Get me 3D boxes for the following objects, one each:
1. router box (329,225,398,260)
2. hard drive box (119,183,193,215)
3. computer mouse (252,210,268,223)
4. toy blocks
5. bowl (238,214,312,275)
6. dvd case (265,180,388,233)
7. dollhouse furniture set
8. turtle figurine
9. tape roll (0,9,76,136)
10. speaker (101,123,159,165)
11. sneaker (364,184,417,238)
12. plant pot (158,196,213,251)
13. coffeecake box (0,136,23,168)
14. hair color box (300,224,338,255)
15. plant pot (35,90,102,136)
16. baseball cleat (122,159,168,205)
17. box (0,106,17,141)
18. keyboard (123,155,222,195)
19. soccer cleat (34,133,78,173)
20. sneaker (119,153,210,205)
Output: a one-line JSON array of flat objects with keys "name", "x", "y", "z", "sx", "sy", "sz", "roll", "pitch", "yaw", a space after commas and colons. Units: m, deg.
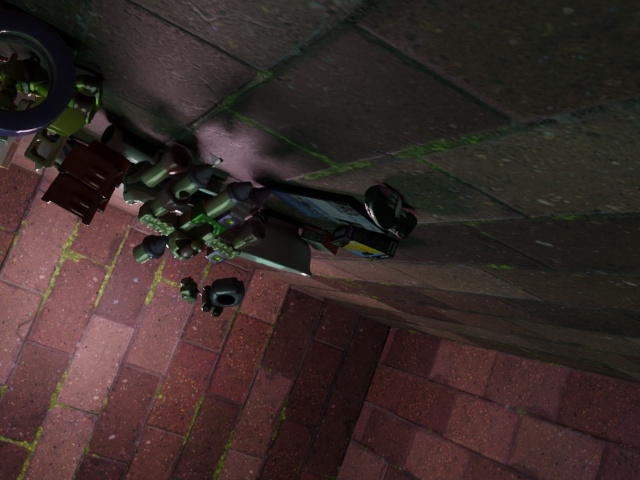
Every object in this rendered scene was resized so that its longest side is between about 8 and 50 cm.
[{"name": "router box", "x": 0.110, "y": 0.005, "z": 1.770, "sx": 0.133, "sy": 0.046, "sz": 0.179, "roll": 23, "pitch": 171, "yaw": -10}, {"name": "hard drive box", "x": -0.496, "y": -0.163, "z": 1.988, "sx": 0.232, "sy": 0.089, "sz": 0.181, "roll": 31, "pitch": 167, "yaw": -35}, {"name": "computer mouse", "x": -0.238, "y": -0.081, "z": 1.962, "sx": 0.106, "sy": 0.042, "sz": 0.193, "roll": 25, "pitch": 170, "yaw": -32}, {"name": "toy blocks", "x": -0.232, "y": -0.050, "z": 1.542, "sx": 0.260, "sy": 0.309, "sz": 0.289, "roll": -28, "pitch": 136, "yaw": 30}, {"name": "bowl", "x": -0.149, "y": 0.004, "z": 2.039, "sx": 0.298, "sy": 0.134, "sz": 0.298, "roll": 17, "pitch": 174, "yaw": 2}, {"name": "dvd case", "x": 0.016, "y": -0.077, "z": 1.577, "sx": 0.253, "sy": 0.022, "sz": 0.180, "roll": 14, "pitch": 168, "yaw": 38}, {"name": "dollhouse furniture set", "x": -0.638, "y": -0.206, "z": 1.557, "sx": 0.374, "sy": 0.152, "sz": 0.201, "roll": 32, "pitch": -175, "yaw": -10}, {"name": "turtle figurine", "x": -0.508, "y": -0.289, "z": 1.227, "sx": 0.217, "sy": 0.087, "sz": 0.269, "roll": 12, "pitch": -153, "yaw": -13}, {"name": "tape roll", "x": -0.495, "y": -0.264, "z": 1.091, "sx": 0.189, "sy": 0.189, "sz": 0.080, "roll": 25, "pitch": 171, "yaw": -26}, {"name": "speaker", "x": -0.464, "y": -0.228, "z": 1.662, "sx": 0.055, "sy": 0.055, "sz": 0.136, "roll": 12, "pitch": 167, "yaw": 45}, {"name": "sneaker", "x": 0.118, "y": -0.057, "z": 1.326, "sx": 0.077, "sy": 0.072, "sz": 0.178, "roll": 28, "pitch": 171, "yaw": 34}, {"name": "plant pot", "x": -0.389, "y": -0.049, "z": 2.139, "sx": 0.191, "sy": 0.191, "sz": 0.174, "roll": 27, "pitch": 164, "yaw": -34}, {"name": "coffeecake box", "x": -1.018, "y": -0.323, "z": 2.083, "sx": 0.068, "sy": 0.142, "sz": 0.185, "roll": 16, "pitch": 169, "yaw": 34}, {"name": "hair color box", "x": 0.000, "y": 0.000, "z": 1.999, "sx": 0.072, "sy": 0.043, "sz": 0.141, "roll": 17, "pitch": 171, "yaw": 22}, {"name": "plant pot", "x": -0.543, "y": -0.275, "z": 1.433, "sx": 0.134, "sy": 0.095, "sz": 0.134, "roll": 21, "pitch": 172, "yaw": 3}, {"name": "baseball cleat", "x": -0.400, "y": -0.144, "z": 1.677, "sx": 0.072, "sy": 0.109, "sz": 0.206, "roll": 3, "pitch": -170, "yaw": 27}, {"name": "box", "x": -0.894, "y": -0.332, "z": 1.880, "sx": 0.101, "sy": 0.102, "sz": 0.087, "roll": 23, "pitch": 173, "yaw": -21}, {"name": "keyboard", "x": -0.378, "y": -0.182, "z": 1.765, "sx": 0.256, "sy": 0.014, "sz": 0.072, "roll": 23, "pitch": -146, "yaw": -10}, {"name": "soccer cleat", "x": -0.689, "y": -0.194, "z": 2.044, "sx": 0.331, "sy": 0.143, "sz": 0.116, "roll": 25, "pitch": 158, "yaw": -22}, {"name": "sneaker", "x": -0.442, "y": -0.165, "z": 1.856, "sx": 0.283, "sy": 0.107, "sz": 0.124, "roll": 24, "pitch": 177, "yaw": -16}]
